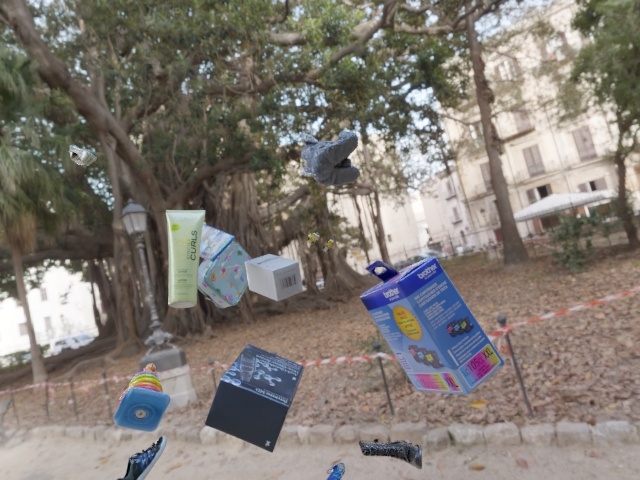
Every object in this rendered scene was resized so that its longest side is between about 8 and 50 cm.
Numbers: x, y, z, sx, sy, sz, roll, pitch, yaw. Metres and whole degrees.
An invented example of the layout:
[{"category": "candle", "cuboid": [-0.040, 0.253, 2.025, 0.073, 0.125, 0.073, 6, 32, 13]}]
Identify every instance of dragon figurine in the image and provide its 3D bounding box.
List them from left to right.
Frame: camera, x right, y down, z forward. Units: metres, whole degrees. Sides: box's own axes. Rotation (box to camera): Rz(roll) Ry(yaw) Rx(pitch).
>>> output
[{"category": "dragon figurine", "cuboid": [0.056, 0.730, 1.272, 0.144, 0.085, 0.289, -24, -19, -34]}]

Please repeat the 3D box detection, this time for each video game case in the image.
[{"category": "video game case", "cuboid": [-0.376, -0.002, 1.345, 0.166, 0.015, 0.119, 21, 46, 16]}]

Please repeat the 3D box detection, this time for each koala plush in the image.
[{"category": "koala plush", "cuboid": [0.004, -0.311, 1.582, 0.203, 0.196, 0.221, -25, 37, -30]}]

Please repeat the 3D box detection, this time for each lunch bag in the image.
[{"category": "lunch bag", "cuboid": [-0.414, 0.151, 1.859, 0.107, 0.224, 0.279, -15, 35, 36]}]

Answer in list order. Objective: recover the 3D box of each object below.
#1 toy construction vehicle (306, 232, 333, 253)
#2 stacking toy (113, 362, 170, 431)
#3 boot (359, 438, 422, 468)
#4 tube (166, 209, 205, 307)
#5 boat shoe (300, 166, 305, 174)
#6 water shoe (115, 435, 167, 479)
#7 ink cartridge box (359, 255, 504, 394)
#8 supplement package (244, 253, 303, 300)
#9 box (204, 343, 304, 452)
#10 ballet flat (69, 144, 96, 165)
[{"category": "toy construction vehicle", "cuboid": [0.000, 0.000, 1.385, 0.035, 0.086, 0.098, -53, -4, -17]}, {"category": "stacking toy", "cuboid": [-0.684, 0.575, 1.653, 0.165, 0.175, 0.302, 23, 12, -21]}, {"category": "boot", "cuboid": [0.283, 0.878, 1.748, 0.228, 0.091, 0.263, 6, -16, -8]}, {"category": "tube", "cuboid": [-0.322, 0.036, 0.995, 0.062, 0.240, 0.070, -20, -27, 32]}, {"category": "boat shoe", "cuboid": [-0.013, -0.334, 1.771, 0.184, 0.063, 0.066, -28, 12, -10]}, {"category": "water shoe", "cuboid": [-0.597, 0.735, 1.414, 0.073, 0.080, 0.203, -41, 12, 41]}, {"category": "ink cartridge box", "cuboid": [0.278, 0.217, 1.193, 0.151, 0.396, 0.270, -28, -7, -23]}, {"category": "supplement package", "cuboid": [-0.155, 0.117, 1.388, 0.105, 0.105, 0.179, -19, 18, -36]}, {"category": "box", "cuboid": [-0.261, 0.648, 1.798, 0.293, 0.212, 0.395, 21, 9, 3]}, {"category": "ballet flat", "cuboid": [-0.792, -0.278, 1.386, 0.168, 0.052, 0.057, 18, -20, 41]}]
